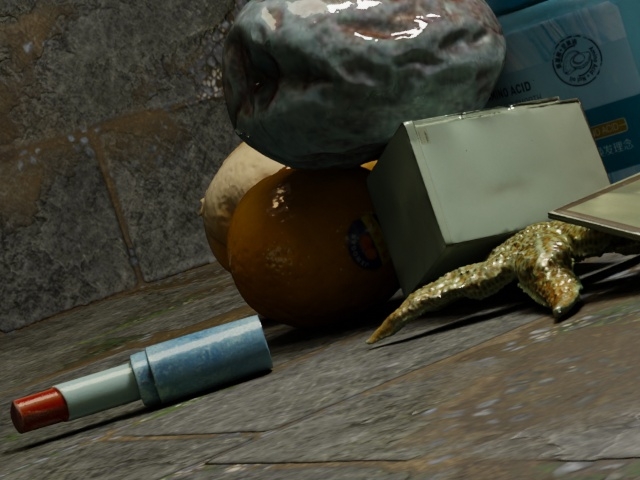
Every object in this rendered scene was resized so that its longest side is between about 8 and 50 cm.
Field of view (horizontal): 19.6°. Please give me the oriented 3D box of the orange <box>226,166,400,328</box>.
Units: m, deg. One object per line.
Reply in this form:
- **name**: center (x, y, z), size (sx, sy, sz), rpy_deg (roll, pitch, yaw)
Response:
- **orange**: center (-0.001, 0.002, 2.142), size (0.219, 0.193, 0.219), rpy_deg (-29, 5, 3)

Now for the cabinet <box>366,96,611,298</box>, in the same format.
- **cabinet**: center (0.181, -0.050, 1.970), size (0.206, 0.150, 0.145), rpy_deg (-11, -20, -20)

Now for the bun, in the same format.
- **bun**: center (-0.004, -0.014, 2.350), size (0.298, 0.165, 0.299), rpy_deg (-5, -38, -4)

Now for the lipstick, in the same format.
- **lipstick**: center (-0.187, 0.144, 1.903), size (0.274, 0.061, 0.068), rpy_deg (-17, 6, -5)

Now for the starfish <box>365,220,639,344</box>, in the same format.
- **starfish**: center (0.212, 0.028, 1.817), size (0.357, 0.078, 0.347), rpy_deg (-17, 7, -4)

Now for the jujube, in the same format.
- **jujube**: center (0.056, -0.196, 2.046), size (0.308, 0.215, 0.246), rpy_deg (-7, -7, -28)

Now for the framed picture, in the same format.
- **framed picture**: center (0.352, -0.023, 1.713), size (0.231, 0.010, 0.173), rpy_deg (17, 27, 42)

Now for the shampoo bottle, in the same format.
- **shampoo bottle**: center (0.350, -0.188, 2.208), size (0.331, 0.343, 0.331), rpy_deg (-17, 5, 1)
